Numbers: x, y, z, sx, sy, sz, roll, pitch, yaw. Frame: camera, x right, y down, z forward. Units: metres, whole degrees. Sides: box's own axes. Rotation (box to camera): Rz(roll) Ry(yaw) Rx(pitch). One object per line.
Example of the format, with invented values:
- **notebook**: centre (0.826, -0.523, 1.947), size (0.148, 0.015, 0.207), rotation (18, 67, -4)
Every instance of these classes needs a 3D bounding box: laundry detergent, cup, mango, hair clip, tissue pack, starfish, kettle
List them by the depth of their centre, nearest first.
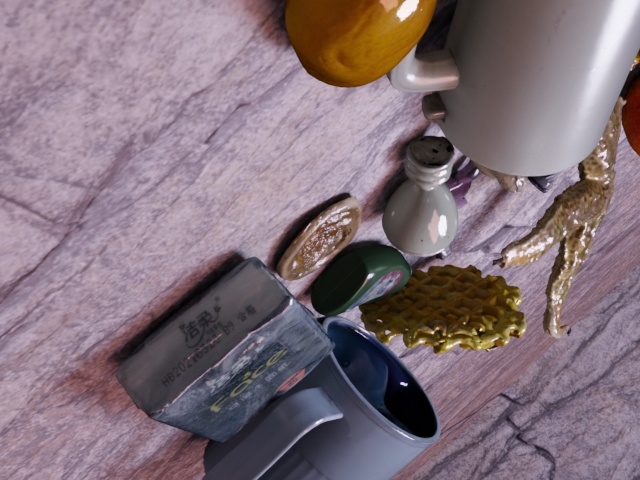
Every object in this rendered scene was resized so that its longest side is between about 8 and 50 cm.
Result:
- **mango**: centre (0.033, -0.205, 0.966), size (0.147, 0.109, 0.227), rotation (-31, 168, -21)
- **kettle**: centre (0.213, -0.242, 1.133), size (0.318, 0.265, 0.205), rotation (99, 8, -60)
- **tissue pack**: centre (-0.113, 0.153, 1.435), size (0.228, 0.103, 0.316), rotation (-41, 160, -2)
- **laundry detergent**: centre (0.075, 0.060, 1.643), size (0.137, 0.063, 0.211), rotation (-48, 161, 23)
- **hair clip**: centre (0.177, -0.039, 1.649), size (0.146, 0.056, 0.187), rotation (-34, 150, -15)
- **starfish**: centre (0.394, -0.051, 1.697), size (0.324, 0.082, 0.432), rotation (8, 103, -61)
- **cup**: centre (-0.008, 0.331, 1.720), size (0.311, 0.257, 0.331), rotation (-46, -171, 17)

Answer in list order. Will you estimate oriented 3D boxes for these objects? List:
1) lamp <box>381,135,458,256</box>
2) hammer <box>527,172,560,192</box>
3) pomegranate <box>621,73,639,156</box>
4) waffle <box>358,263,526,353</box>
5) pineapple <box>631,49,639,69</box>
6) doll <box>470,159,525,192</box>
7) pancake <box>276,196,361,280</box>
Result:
- **lamp**: centre (0.138, -0.058, 1.472), size (0.106, 0.106, 0.193), rotation (-32, 147, -23)
- **hammer**: centre (0.328, -0.151, 1.686), size (0.152, 0.044, 0.427), rotation (-49, 158, 19)
- **pomegranate**: centre (0.615, -0.213, 1.849), size (0.210, 0.210, 0.235), rotation (-40, -168, -4)
- **waffle**: centre (0.197, 0.108, 1.755), size (0.280, 0.262, 0.060), rotation (-2, 112, -6)
- **pineapple**: centre (0.430, -0.294, 1.444), size (0.079, 0.135, 0.233), rotation (-34, 160, -16)
- **doll**: centre (0.263, -0.185, 1.429), size (0.149, 0.175, 0.278), rotation (-4, -158, 42)
- **pancake**: centre (-0.001, -0.001, 1.432), size (0.151, 0.025, 0.151), rotation (-35, 160, -15)
